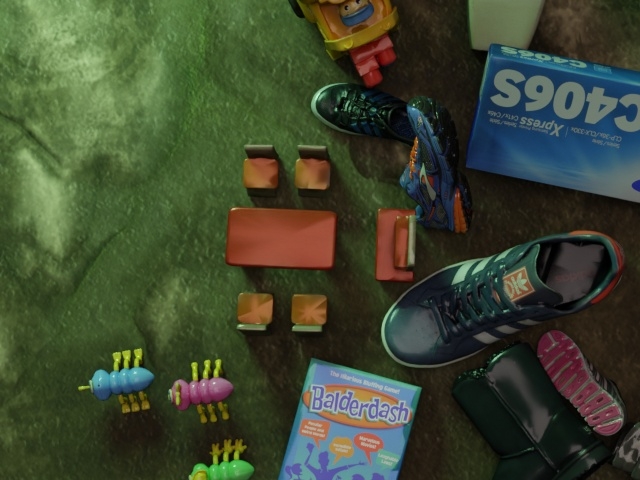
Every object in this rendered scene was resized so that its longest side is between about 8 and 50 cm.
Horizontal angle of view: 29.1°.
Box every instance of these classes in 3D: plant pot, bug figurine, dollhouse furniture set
[{"bbox_3d":[0.255,-0.310,1.731,0.109,0.109,0.096,7,96,3],"label":"plant pot"},{"bbox_3d":[-0.209,0.278,1.698,0.216,0.072,0.279,-13,83,1],"label":"bug figurine"},{"bbox_3d":[0.000,0.000,1.687,0.259,0.135,0.262,2,84,3],"label":"dollhouse furniture set"}]

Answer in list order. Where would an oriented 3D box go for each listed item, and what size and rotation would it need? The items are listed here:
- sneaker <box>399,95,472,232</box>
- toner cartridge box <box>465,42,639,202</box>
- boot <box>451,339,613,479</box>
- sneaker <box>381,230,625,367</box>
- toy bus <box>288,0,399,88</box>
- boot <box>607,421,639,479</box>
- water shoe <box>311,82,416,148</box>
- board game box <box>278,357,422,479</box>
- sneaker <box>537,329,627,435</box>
[{"bbox_3d":[0.146,-0.095,1.676,0.087,0.083,0.221,-6,125,17],"label":"sneaker"},{"bbox_3d":[0.385,-0.151,1.684,0.348,0.075,0.165,11,115,4],"label":"toner cartridge box"},{"bbox_3d":[0.243,0.280,1.670,0.246,0.094,0.207,-46,65,18],"label":"boot"},{"bbox_3d":[0.245,0.070,1.662,0.350,0.148,0.131,-24,83,0],"label":"sneaker"},{"bbox_3d":[0.042,-0.315,1.687,0.149,0.220,0.211,-24,89,3],"label":"toy bus"},{"bbox_3d":[0.447,0.335,1.641,0.161,0.083,0.246,34,73,21],"label":"boot"},{"bbox_3d":[0.086,-0.181,1.732,0.203,0.080,0.073,15,83,4],"label":"water shoe"},{"bbox_3d":[0.037,0.282,1.698,0.160,0.047,0.210,14,84,4],"label":"board game box"},{"bbox_3d":[0.361,0.197,1.689,0.063,0.075,0.170,-45,60,14],"label":"sneaker"}]
